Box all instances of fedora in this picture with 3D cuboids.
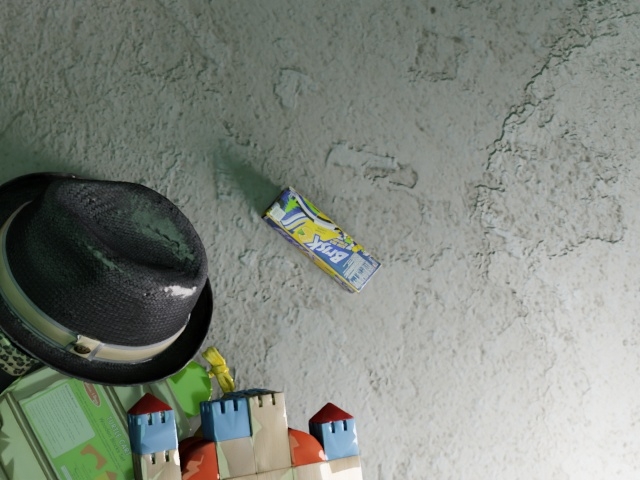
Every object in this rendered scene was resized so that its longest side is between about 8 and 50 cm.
[{"bbox_3d":[-0.262,0.017,1.547,0.334,0.152,0.334,19,50,-25],"label":"fedora"}]

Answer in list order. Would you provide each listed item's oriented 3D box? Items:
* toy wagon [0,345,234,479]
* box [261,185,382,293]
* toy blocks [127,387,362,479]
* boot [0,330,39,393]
[{"bbox_3d":[-0.277,0.248,1.636,0.344,0.068,0.267,-27,91,-11],"label":"toy wagon"},{"bbox_3d":[0.000,0.000,1.703,0.169,0.059,0.054,41,80,-5],"label":"box"},{"bbox_3d":[-0.096,0.307,1.576,0.382,0.191,0.260,-6,88,-23],"label":"toy blocks"},{"bbox_3d":[-0.473,0.122,1.558,0.178,0.085,0.236,-42,80,16],"label":"boot"}]
